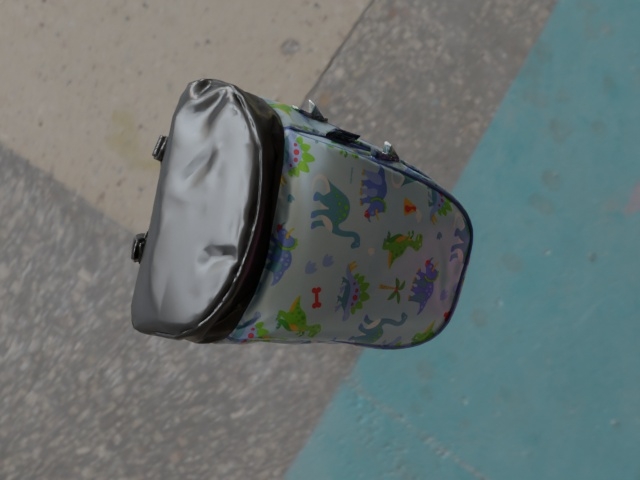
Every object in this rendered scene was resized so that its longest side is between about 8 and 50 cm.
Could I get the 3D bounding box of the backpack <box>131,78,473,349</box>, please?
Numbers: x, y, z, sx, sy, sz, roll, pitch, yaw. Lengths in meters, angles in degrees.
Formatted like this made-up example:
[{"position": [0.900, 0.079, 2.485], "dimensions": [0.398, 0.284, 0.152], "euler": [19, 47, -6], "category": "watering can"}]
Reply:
[{"position": [0.000, 0.000, 1.393], "dimensions": [0.355, 0.273, 0.290], "euler": [17, 86, -56], "category": "backpack"}]
